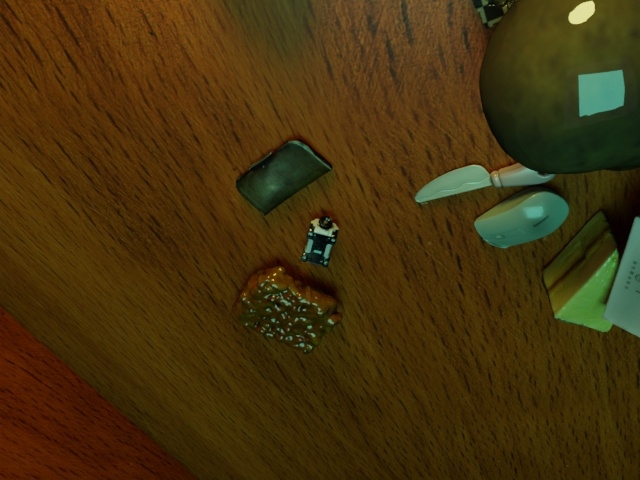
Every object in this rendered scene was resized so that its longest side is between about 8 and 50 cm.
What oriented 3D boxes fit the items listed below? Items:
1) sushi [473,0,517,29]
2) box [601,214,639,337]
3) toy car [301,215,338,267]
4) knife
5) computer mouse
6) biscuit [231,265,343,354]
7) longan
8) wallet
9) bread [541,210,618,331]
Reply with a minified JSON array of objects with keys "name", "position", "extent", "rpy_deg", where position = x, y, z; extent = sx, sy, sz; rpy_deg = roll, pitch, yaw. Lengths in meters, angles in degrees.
[{"name":"sushi","position":[0.312,-0.489,0.934],"extent":[0.139,0.031,0.201],"rpy_deg":[-21,130,30]},{"name":"box","position":[0.772,0.060,1.200],"extent":[0.203,0.116,0.274],"rpy_deg":[-19,125,-29]},{"name":"toy car","position":[0.000,0.000,1.475],"extent":[0.080,0.070,0.170],"rpy_deg":[15,138,-1]},{"name":"knife","position":[0.375,-0.144,1.263],"extent":[0.336,0.043,0.081],"rpy_deg":[-11,125,26]},{"name":"computer mouse","position":[0.488,-0.046,1.308],"extent":[0.128,0.079,0.231],"rpy_deg":[33,136,-16]},{"name":"biscuit","position":[-0.106,0.220,1.697],"extent":[0.312,0.110,0.318],"rpy_deg":[28,134,-11]},{"name":"longan","position":[0.468,-0.278,0.889],"extent":[0.405,0.336,0.404],"rpy_deg":[-6,132,-7]},{"name":"wallet","position":[-0.103,-0.164,1.364],"extent":[0.255,0.031,0.137],"rpy_deg":[-30,121,35]},{"name":"bread","position":[0.695,0.082,1.320],"extent":[0.163,0.167,0.264],"rpy_deg":[17,134,-6]}]
